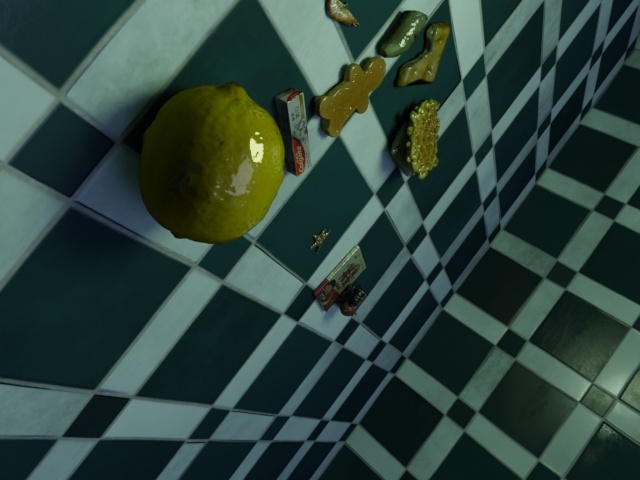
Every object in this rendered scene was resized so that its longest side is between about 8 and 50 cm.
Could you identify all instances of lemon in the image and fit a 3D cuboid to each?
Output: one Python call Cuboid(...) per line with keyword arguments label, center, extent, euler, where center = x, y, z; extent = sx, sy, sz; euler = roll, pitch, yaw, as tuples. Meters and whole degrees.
Cuboid(label="lemon", center=(-0.192, -0.135, 0.884), extent=(0.260, 0.260, 0.284), euler=(5, 94, -57))

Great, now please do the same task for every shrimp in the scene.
Cuboid(label="shrimp", center=(0.062, -0.518, 1.083), extent=(0.127, 0.025, 0.091), euler=(15, 106, -56))

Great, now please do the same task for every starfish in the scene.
Cuboid(label="starfish", center=(0.000, 0.000, 1.528), extent=(0.092, 0.016, 0.086), euler=(-40, 149, -29))

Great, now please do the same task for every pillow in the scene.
Cuboid(label="pillow", center=(0.280, -0.292, 1.590), extent=(0.119, 0.053, 0.208), euler=(-62, 151, -5))

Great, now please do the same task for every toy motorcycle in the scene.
Cuboid(label="toy motorcycle", center=(0.117, 0.220, 1.822), extent=(0.118, 0.084, 0.212), euler=(-57, 176, 0))

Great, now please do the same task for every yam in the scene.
Cuboid(label="yam", center=(0.211, -0.522, 1.248), extent=(0.146, 0.069, 0.069), euler=(-57, 150, 0))

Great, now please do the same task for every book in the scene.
Cuboid(label="book", center=(0.073, 0.139, 1.764), extent=(0.232, 0.022, 0.162), euler=(-46, 150, -14))

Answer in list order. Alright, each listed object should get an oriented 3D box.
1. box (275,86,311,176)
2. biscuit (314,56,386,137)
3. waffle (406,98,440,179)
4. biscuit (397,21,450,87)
Cuboid(label="box", center=(-0.061, -0.250, 1.161), extent=(0.055, 0.039, 0.218), euler=(-39, 147, -27))
Cuboid(label="biscuit", center=(0.078, -0.373, 1.241), extent=(0.240, 0.035, 0.158), euler=(-46, 151, -14))
Cuboid(label="waffle", center=(0.325, -0.316, 1.540), extent=(0.238, 0.058, 0.243), euler=(-29, 119, -57))
Cuboid(label="biscuit", center=(0.295, -0.527, 1.397), extent=(0.174, 0.039, 0.183), euler=(-18, 134, -44))
